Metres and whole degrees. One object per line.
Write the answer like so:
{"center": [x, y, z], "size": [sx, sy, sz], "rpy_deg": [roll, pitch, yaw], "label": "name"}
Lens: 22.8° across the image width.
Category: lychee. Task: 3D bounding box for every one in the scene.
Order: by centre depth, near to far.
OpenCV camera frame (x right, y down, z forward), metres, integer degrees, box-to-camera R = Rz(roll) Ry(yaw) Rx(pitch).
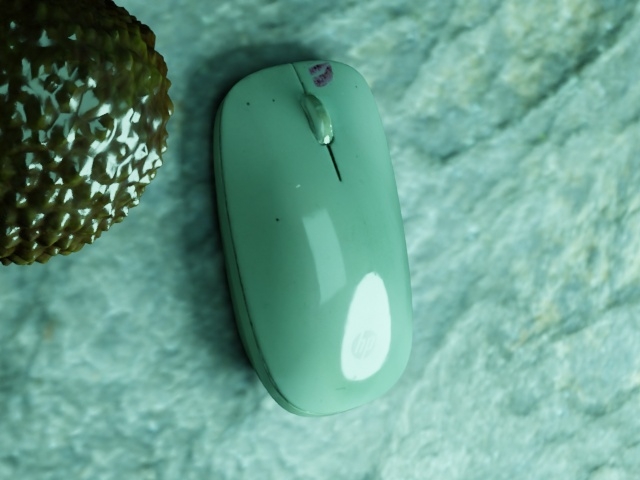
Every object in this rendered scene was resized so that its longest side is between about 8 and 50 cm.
{"center": [-0.192, -0.097, 1.080], "size": [0.200, 0.200, 0.238], "rpy_deg": [12, 102, -34], "label": "lychee"}

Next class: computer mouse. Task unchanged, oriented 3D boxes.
{"center": [0.003, 0.002, 1.278], "size": [0.160, 0.097, 0.288], "rpy_deg": [-12, 104, -30], "label": "computer mouse"}
